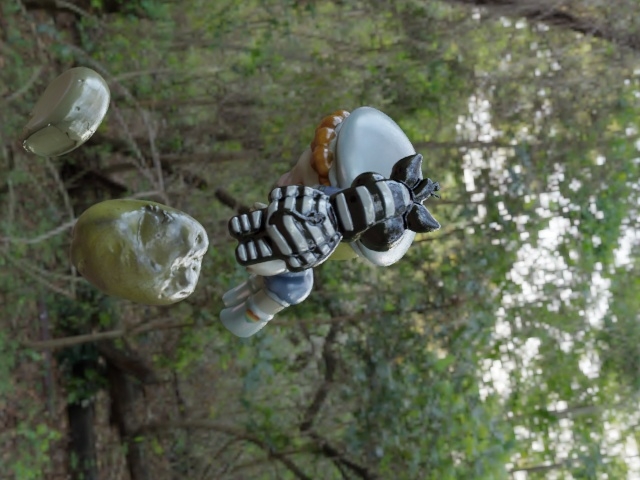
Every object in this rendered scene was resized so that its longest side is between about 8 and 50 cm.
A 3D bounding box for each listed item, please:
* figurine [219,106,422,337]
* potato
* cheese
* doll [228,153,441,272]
[{"bbox_3d":[0.001,-0.016,1.332,0.382,0.205,0.224,-43,-159,40],"label":"figurine"},{"bbox_3d":[-0.272,0.017,1.400,0.137,0.200,0.154,-167,-94,-77],"label":"potato"},{"bbox_3d":[-0.481,-0.255,1.796,0.091,0.175,0.202,46,35,-33],"label":"cheese"},{"bbox_3d":[0.017,-0.022,0.948,0.067,0.219,0.091,95,-21,-73],"label":"doll"}]
